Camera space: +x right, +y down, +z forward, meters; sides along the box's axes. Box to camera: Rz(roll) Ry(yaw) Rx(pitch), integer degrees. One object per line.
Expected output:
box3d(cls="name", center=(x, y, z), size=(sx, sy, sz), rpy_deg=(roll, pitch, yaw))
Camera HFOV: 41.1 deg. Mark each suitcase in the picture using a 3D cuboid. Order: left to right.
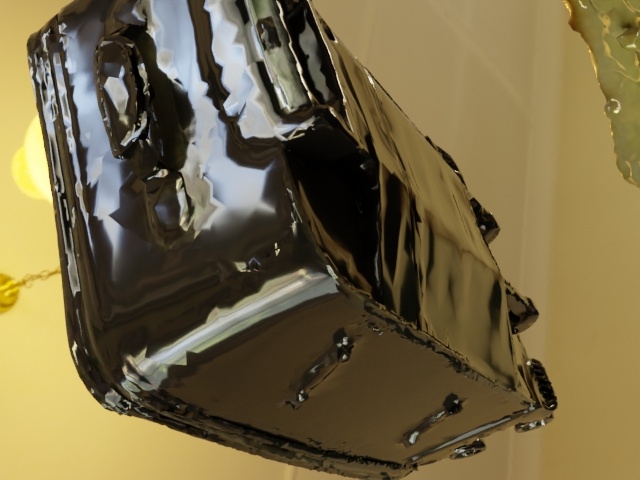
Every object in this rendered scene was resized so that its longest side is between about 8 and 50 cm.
box3d(cls="suitcase", center=(0.000, 0.000, 0.576), size=(0.434, 0.194, 0.283), rpy_deg=(37, -150, -56))

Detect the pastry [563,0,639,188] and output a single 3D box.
box3d(cls="pastry", center=(0.308, -0.192, 0.486), size=(0.405, 0.337, 0.292), rpy_deg=(53, -174, -31))
